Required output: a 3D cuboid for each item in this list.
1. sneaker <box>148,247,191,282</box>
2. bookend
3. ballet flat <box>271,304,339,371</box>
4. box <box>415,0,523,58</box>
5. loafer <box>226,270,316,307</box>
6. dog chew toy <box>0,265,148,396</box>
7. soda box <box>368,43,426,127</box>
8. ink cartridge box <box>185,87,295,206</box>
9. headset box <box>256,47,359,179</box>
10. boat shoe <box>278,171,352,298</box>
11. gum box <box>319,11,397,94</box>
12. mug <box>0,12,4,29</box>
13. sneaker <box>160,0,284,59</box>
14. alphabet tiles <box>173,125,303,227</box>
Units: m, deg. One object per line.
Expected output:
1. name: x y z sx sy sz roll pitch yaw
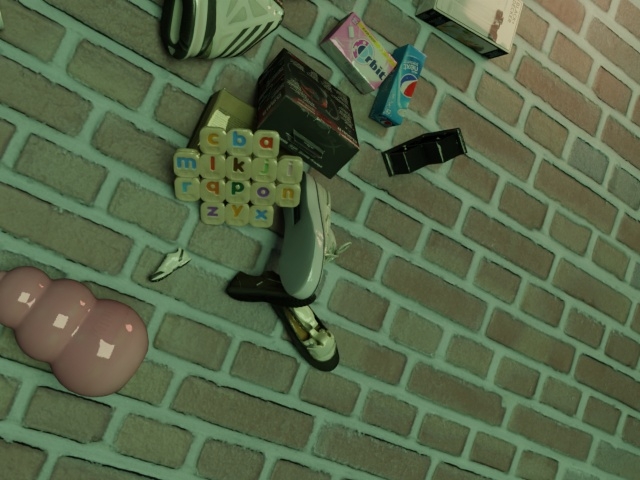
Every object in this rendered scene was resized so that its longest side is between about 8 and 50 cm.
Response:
1. sneaker: -0.350 0.057 1.629 0.109 0.040 0.043 -36 91 -27
2. bookend: 0.274 -0.233 1.888 0.157 0.156 0.072 -26 104 -25
3. ballet flat: -0.028 0.228 1.770 0.095 0.096 0.280 -45 111 -21
4. box: 0.421 -0.650 1.995 0.290 0.087 0.169 21 82 -27
5. loafer: -0.115 0.105 1.678 0.220 0.080 0.078 6 66 14
6. dog chew toy: -0.520 0.173 1.452 0.332 0.207 0.206 38 74 -16
7. soda box: 0.206 -0.410 1.894 0.067 0.071 0.210 25 79 -26
8. ink cartridge box: -0.186 -0.211 1.678 0.235 0.088 0.193 29 76 -25
9. headset box: -0.032 -0.290 1.648 0.218 0.293 0.110 32 119 -26
10. boat shoe: -0.006 0.004 1.689 0.156 0.136 0.367 29 36 -30
11. gum box: 0.102 -0.477 1.837 0.188 0.062 0.107 45 71 -20
12. mug: -0.677 -0.456 1.431 0.064 0.078 0.062 -14 130 -19
13. sneaker: -0.191 -0.618 1.575 0.257 0.169 0.447 -10 129 -43
14. alphabet tiles: -0.184 -0.139 1.597 0.284 0.021 0.278 4 134 -4
